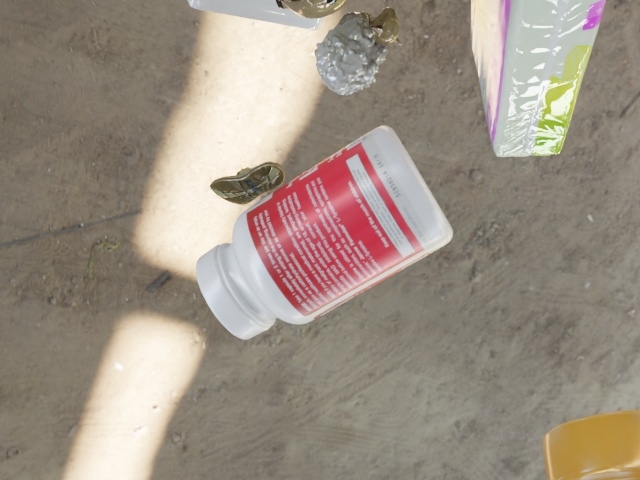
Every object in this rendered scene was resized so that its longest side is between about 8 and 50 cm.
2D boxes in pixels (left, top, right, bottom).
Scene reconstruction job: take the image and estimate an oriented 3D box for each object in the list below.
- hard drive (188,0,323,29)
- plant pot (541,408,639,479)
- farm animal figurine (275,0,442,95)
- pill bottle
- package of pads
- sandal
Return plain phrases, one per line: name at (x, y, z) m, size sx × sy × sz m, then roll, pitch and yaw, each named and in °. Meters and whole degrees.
hard drive at (-0.042, -0.489, 0.897) m, size 0.232 × 0.047 × 0.353 m, roll -1°, pitch 140°, yaw -30°
plant pot at (0.337, 0.291, 0.606) m, size 0.205 × 0.188 × 0.205 m, roll 4°, pitch 146°, yaw 3°
farm animal figurine at (0.059, -0.379, 0.708) m, size 0.327 × 0.172 × 0.330 m, roll -49°, pitch 131°, yaw -3°
pill bottle at (0.000, 0.000, 1.060) m, size 0.407 × 0.229 × 0.229 m, roll -31°, pitch 128°, yaw 11°
package of pads at (0.243, -0.273, 0.728) m, size 0.101 × 0.229 × 0.297 m, roll -5°, pitch 151°, yaw 7°
sandal at (-0.137, -0.118, 1.195) m, size 0.180 × 0.049 × 0.072 m, roll -17°, pitch 128°, yaw 35°
